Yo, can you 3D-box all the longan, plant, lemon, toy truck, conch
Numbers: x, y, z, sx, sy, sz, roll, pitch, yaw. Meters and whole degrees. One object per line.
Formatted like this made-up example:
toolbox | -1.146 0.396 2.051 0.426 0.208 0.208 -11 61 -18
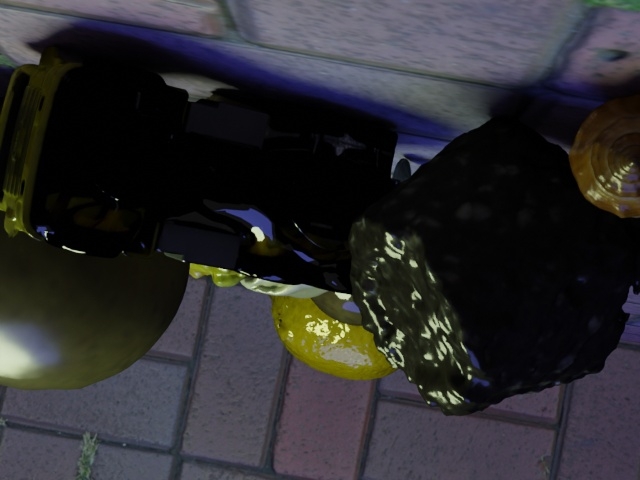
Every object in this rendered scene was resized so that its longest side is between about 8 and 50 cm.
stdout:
longan | 0.073 0.055 2.069 0.185 0.159 0.204 5 -171 28
plant | 0.196 0.007 1.157 0.312 0.215 0.213 -25 139 -17
lemon | 0.049 0.119 2.280 0.319 0.245 0.245 16 174 0
toy truck | -0.121 -0.062 1.269 0.405 0.181 0.254 11 -178 -35
conch | 0.263 -0.072 1.026 0.109 0.093 0.330 16 -165 16
longan | -0.330 0.004 1.479 0.361 0.361 0.361 10 174 1

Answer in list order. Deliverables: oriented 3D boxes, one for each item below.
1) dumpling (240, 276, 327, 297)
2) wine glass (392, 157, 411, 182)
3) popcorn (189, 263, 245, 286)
dumpling | 0.000 0.000 1.745 0.250 0.132 0.162 -29 -174 19
wine glass | 0.158 -0.051 1.408 0.155 0.073 0.073 11 174 22
popcorn | -0.159 -0.027 1.690 0.197 0.156 0.197 12 163 4
